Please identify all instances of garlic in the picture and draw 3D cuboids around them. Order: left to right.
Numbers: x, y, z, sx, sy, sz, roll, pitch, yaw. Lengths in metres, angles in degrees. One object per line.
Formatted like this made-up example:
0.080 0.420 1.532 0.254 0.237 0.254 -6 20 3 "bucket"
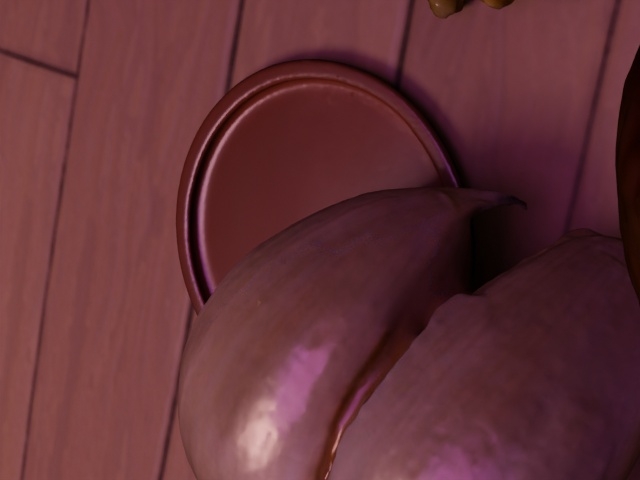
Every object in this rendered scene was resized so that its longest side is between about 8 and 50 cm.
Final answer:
0.062 0.113 0.994 0.286 0.249 0.313 60 140 39 "garlic"

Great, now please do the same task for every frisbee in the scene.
0.000 0.000 1.123 0.251 0.021 0.251 7 103 36 "frisbee"

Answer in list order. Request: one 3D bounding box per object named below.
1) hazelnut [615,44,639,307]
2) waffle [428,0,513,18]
0.331 -0.025 0.655 0.421 0.353 0.421 2 131 2 "hazelnut"
0.082 -0.244 0.995 0.219 0.057 0.229 -20 87 37 "waffle"
